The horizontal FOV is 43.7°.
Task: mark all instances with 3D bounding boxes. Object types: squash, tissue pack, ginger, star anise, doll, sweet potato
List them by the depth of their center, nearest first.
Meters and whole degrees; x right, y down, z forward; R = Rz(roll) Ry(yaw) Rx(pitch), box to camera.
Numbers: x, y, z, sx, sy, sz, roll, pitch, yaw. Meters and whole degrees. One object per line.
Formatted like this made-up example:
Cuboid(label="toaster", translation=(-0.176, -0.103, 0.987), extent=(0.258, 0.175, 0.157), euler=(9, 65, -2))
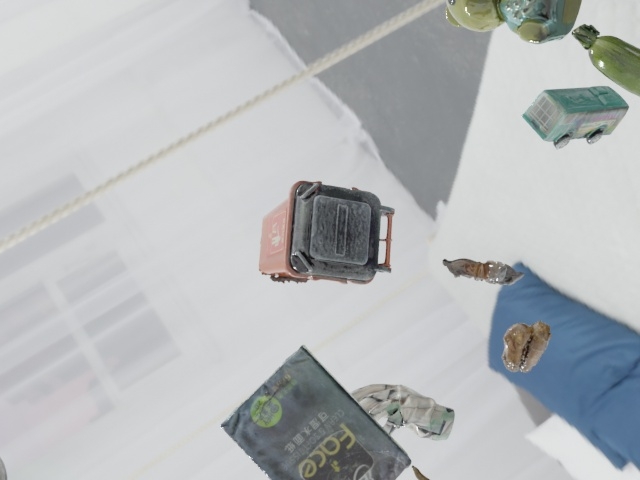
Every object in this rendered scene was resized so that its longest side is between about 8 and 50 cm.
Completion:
Cuboid(label="tissue pack", translation=(-0.007, 0.293, 1.166), extent=(0.235, 0.173, 0.073), euler=(47, 178, 2))
Cuboid(label="squash", translation=(0.561, -0.275, 1.342), extent=(0.071, 0.319, 0.080), euler=(125, 157, -54))
Cuboid(label="doll", translation=(0.347, -0.470, 1.483), extent=(0.261, 0.162, 0.177), euler=(23, 125, 37))
Cuboid(label="sweet potato", translation=(0.250, 0.555, 1.814), extent=(0.115, 0.026, 0.026), euler=(37, 164, 5))
Cuboid(label="ginger", translation=(0.481, 0.261, 1.898), extent=(0.073, 0.103, 0.162), euler=(-103, 17, -52))
Cuboid(label="star anise", translation=(0.450, 0.089, 2.173), extent=(0.208, 0.063, 0.172), euler=(5, 173, 32))

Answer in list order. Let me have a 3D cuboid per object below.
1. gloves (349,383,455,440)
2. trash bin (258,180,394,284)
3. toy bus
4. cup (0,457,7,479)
Cuboid(label="gloves", translation=(0.141, 0.324, 1.528), extent=(0.127, 0.212, 0.111), euler=(-71, 0, -64))
Cuboid(label="trash bin", translation=(0.000, 0.000, 1.362), extent=(0.239, 0.185, 0.161), euler=(162, 114, -67))
Cuboid(label="toy bus", translation=(0.520, -0.254, 1.618), extent=(0.091, 0.262, 0.109), euler=(55, 135, 24))
Cuboid(label="cup", translation=(-0.474, 0.307, 0.942), extent=(0.301, 0.227, 0.257), euler=(16, 171, 24))
